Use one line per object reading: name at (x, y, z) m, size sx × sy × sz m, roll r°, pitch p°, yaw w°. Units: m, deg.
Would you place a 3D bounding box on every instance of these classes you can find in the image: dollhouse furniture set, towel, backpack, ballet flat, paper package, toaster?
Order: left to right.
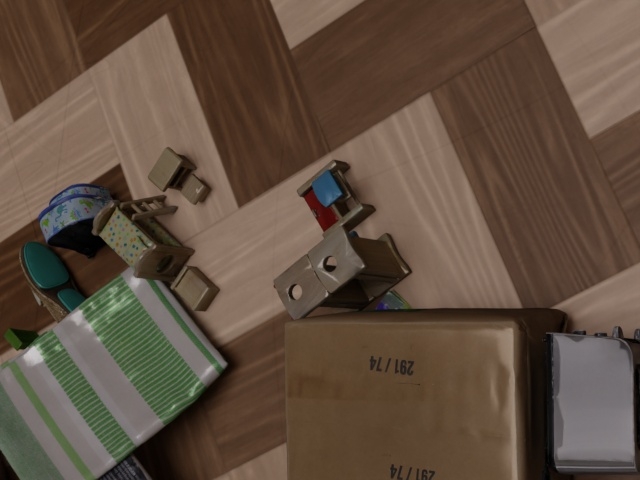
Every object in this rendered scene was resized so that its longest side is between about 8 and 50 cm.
dollhouse furniture set at (-0.486, 0.209, 2.165) m, size 0.076 × 0.059 × 0.151 m, roll 44°, pitch 107°, yaw 28°
ballet flat at (-0.400, 0.088, 2.123) m, size 0.206 × 0.073 × 0.067 m, roll 48°, pitch 132°, yaw 30°
backpack at (-0.358, -0.033, 2.080) m, size 0.105 × 0.114 × 0.084 m, roll -32°, pitch 69°, yaw 26°
towel at (-0.318, 0.198, 1.979) m, size 0.325 × 0.038 × 0.248 m, roll -37°, pitch 60°, yaw -11°
dollhouse furniture set at (-0.208, -0.019, 1.993) m, size 0.182 × 0.101 × 0.161 m, roll 41°, pitch 106°, yaw 28°
dollhouse furniture set at (0.000, 0.000, 1.847) m, size 0.129 × 0.129 × 0.183 m, roll -39°, pitch 67°, yaw 22°
towel at (0.087, 0.113, 1.852) m, size 0.060 × 0.009 × 0.083 m, roll 46°, pitch 108°, yaw 28°
paper package at (0.134, 0.237, 1.713) m, size 0.325 × 0.168 × 0.309 m, roll -4°, pitch 85°, yaw 32°
toaster at (0.328, 0.192, 1.602) m, size 0.110 × 0.168 × 0.185 m, roll -3°, pitch 82°, yaw 30°

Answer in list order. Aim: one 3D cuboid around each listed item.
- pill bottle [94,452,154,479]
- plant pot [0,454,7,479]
pill bottle at (-0.331, 0.408, 1.947) m, size 0.246 × 0.130 × 0.130 m, roll -37°, pitch 63°, yaw -11°
plant pot at (-0.612, 0.377, 2.134) m, size 0.229 × 0.263 × 0.263 m, roll -27°, pitch 71°, yaw 8°
